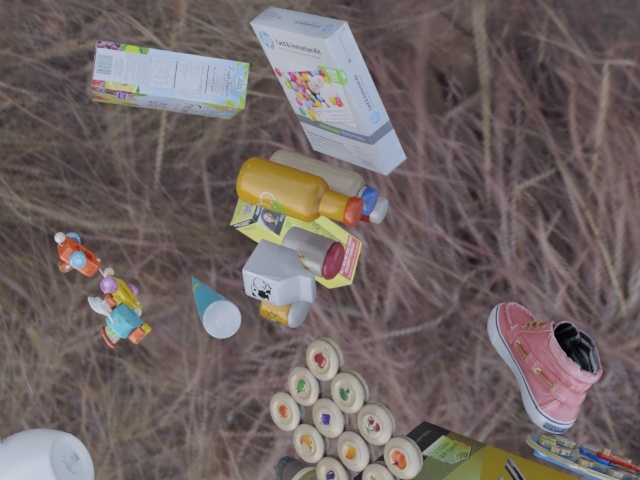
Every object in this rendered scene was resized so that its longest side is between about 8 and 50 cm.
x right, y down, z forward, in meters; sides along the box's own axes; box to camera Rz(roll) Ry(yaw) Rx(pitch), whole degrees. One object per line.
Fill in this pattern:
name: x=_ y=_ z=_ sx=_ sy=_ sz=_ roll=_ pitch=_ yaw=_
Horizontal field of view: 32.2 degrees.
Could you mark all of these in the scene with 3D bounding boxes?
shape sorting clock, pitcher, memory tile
shape sorting clock: x=0.376 y=0.298 z=1.485 sx=0.206 sy=0.206 sz=0.040 roll=21 pitch=87 yaw=-32
pitcher: x=-0.404 y=0.294 z=1.386 sx=0.207 sy=0.125 sz=0.177 roll=-24 pitch=113 yaw=21
memory tile: x=0.018 y=0.169 z=0.967 sx=0.012 sy=0.148 sz=0.113 roll=-14 pitch=147 yaw=-48

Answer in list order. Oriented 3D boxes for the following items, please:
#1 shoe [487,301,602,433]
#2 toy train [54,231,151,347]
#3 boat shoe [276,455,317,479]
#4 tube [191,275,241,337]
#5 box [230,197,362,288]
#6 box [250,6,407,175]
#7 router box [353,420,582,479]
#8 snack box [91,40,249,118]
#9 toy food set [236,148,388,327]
shoe: x=0.224 y=0.102 z=1.103 sx=0.063 sy=0.178 sz=0.081 roll=14 pitch=122 yaw=-20
toy train: x=-0.259 y=0.064 z=1.279 sx=0.046 sy=0.166 sz=0.125 roll=-45 pitch=128 yaw=8
boat shoe: x=-0.013 y=0.379 z=1.556 sx=0.080 sy=0.073 sz=0.223 roll=-32 pitch=136 yaw=-18
tube: x=-0.157 y=0.098 z=1.603 sx=0.052 sy=0.207 sz=0.080 roll=-19 pitch=98 yaw=-11
box: x=-0.036 y=-0.011 z=1.806 sx=0.232 sy=0.058 sz=0.087 roll=36 pitch=58 yaw=-34
box: x=0.010 y=-0.169 z=1.252 sx=0.038 sy=0.145 sz=0.186 roll=-40 pitch=126 yaw=-20
router box: x=0.127 y=0.304 z=1.064 sx=0.309 sy=0.243 sz=0.081 roll=-27 pitch=126 yaw=-52
snack box: x=-0.213 y=-0.221 z=1.553 sx=0.207 sy=0.174 sz=0.070 roll=6 pitch=90 yaw=-10
toy food set: x=0.000 y=0.000 z=1.005 sx=0.232 sy=0.105 sz=0.111 roll=87 pitch=28 yaw=-51
